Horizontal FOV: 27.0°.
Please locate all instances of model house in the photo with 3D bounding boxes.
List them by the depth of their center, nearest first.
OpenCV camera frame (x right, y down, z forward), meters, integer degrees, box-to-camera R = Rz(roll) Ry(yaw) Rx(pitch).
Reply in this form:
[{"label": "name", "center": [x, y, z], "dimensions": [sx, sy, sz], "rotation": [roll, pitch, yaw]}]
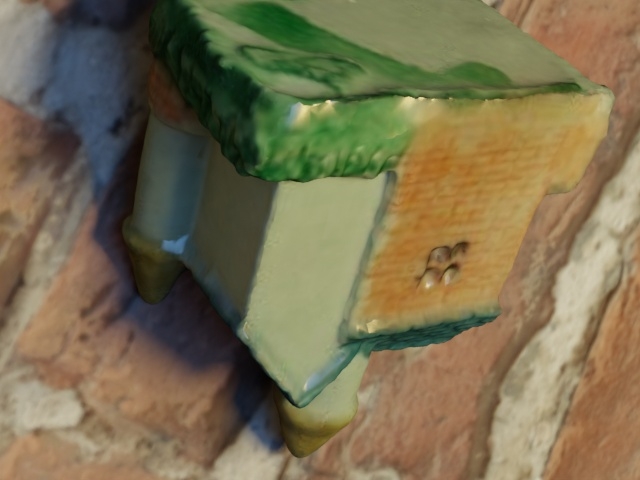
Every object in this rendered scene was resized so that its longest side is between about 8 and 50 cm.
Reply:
[{"label": "model house", "center": [0.000, 0.000, 0.921], "dimensions": [0.267, 0.194, 0.324], "rotation": [-6, 125, -33]}]
